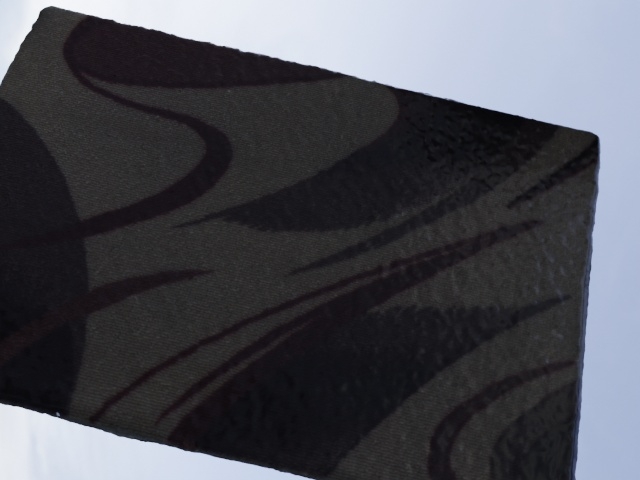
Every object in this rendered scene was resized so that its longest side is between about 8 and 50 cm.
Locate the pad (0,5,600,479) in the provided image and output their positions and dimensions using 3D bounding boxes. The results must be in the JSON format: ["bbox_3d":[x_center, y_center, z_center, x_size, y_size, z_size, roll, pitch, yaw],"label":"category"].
[{"bbox_3d":[-0.024,-0.001,0.329,0.004,0.330,0.220,101,2,-68],"label":"pad"}]
